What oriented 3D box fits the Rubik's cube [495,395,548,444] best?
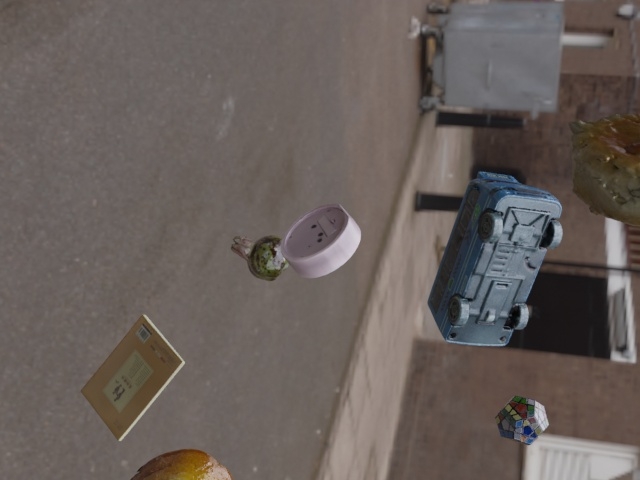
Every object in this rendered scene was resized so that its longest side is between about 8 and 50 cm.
[{"bbox_3d":[0.427,0.382,1.827,0.111,0.093,0.111,34,42,-38],"label":"Rubik's cube"}]

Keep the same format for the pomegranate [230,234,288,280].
[{"bbox_3d":[-0.164,0.049,2.363,0.138,0.163,0.126,159,-69,-79],"label":"pomegranate"}]

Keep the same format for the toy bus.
[{"bbox_3d":[0.246,0.026,1.251,0.134,0.113,0.246,-116,-144,-58],"label":"toy bus"}]

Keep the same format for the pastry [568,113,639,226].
[{"bbox_3d":[0.604,-0.124,1.573,0.330,0.329,0.136,-66,157,-55],"label":"pastry"}]

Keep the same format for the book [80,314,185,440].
[{"bbox_3d":[-0.305,0.221,1.397,0.172,0.118,0.012,-50,152,8],"label":"book"}]

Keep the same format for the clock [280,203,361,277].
[{"bbox_3d":[0.000,0.000,2.150,0.068,0.197,0.197,54,36,-33],"label":"clock"}]

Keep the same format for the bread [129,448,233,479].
[{"bbox_3d":[-0.322,0.575,1.925,0.195,0.269,0.143,47,21,-18],"label":"bread"}]
